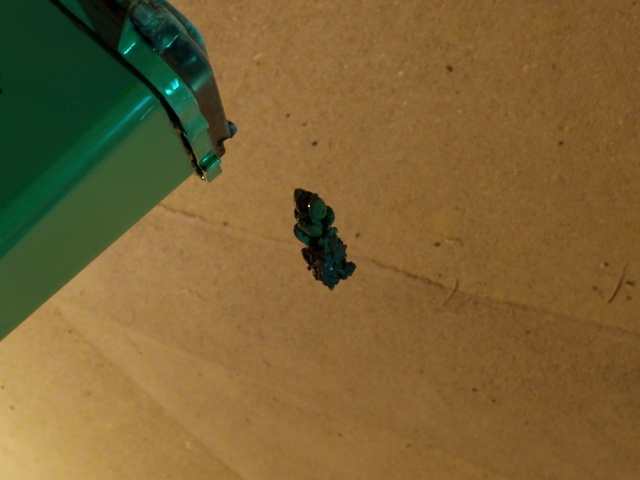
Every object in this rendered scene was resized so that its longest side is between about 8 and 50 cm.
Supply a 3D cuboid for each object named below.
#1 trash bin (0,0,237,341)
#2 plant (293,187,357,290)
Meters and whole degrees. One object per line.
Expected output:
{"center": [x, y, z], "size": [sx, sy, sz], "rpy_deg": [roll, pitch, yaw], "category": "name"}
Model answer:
{"center": [-0.279, -0.072, 0.691], "size": [0.259, 0.381, 0.295], "rpy_deg": [40, 170, 7], "category": "trash bin"}
{"center": [0.000, 0.000, 1.229], "size": [0.085, 0.087, 0.174], "rpy_deg": [-3, 120, 32], "category": "plant"}
